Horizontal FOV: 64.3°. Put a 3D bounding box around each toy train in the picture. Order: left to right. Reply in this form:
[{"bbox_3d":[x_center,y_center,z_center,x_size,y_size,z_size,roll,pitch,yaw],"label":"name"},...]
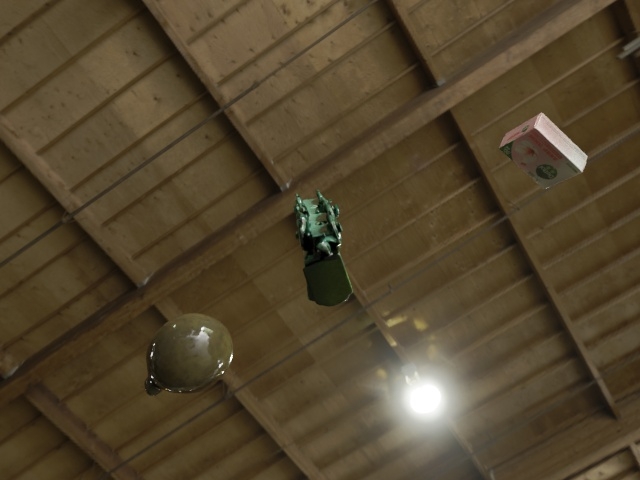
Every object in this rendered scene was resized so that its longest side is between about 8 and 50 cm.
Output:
[{"bbox_3d":[0.000,0.000,0.425,0.038,0.148,0.071,-12,-76,0],"label":"toy train"}]

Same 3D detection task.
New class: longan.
[{"bbox_3d":[-0.279,0.245,1.058,0.204,0.159,0.185,-40,-30,-7],"label":"longan"}]

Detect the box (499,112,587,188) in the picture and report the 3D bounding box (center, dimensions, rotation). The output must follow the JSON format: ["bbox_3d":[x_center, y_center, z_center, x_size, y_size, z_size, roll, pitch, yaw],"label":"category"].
[{"bbox_3d":[0.402,-0.159,0.922,0.125,0.089,0.043,38,-118,-10],"label":"box"}]
